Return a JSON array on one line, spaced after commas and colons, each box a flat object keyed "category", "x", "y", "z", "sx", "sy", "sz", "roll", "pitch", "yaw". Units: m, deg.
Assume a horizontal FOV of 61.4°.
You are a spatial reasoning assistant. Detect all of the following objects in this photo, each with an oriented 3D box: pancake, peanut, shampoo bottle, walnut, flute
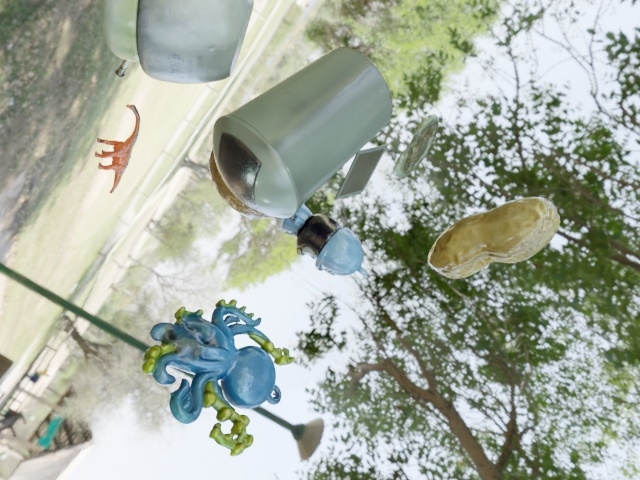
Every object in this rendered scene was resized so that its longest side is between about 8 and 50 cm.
[{"category": "pancake", "x": 0.328, "y": -0.315, "z": 1.816, "sx": 0.253, "sy": 0.037, "sz": 0.254, "roll": -47, "pitch": 160, "yaw": -23}, {"category": "peanut", "x": 0.393, "y": -0.005, "z": 1.242, "sx": 0.305, "sy": 0.147, "sz": 0.147, "roll": -18, "pitch": -152, "yaw": 22}, {"category": "shampoo bottle", "x": -0.321, "y": -0.530, "z": 1.253, "sx": 0.322, "sy": 0.317, "sz": 0.323, "roll": -172, "pitch": -90, "yaw": -79}, {"category": "walnut", "x": -0.200, "y": -0.224, "z": 1.737, "sx": 0.333, "sy": 0.332, "sz": 0.333, "roll": -48, "pitch": -166, "yaw": 17}, {"category": "flute", "x": -0.519, "y": -0.497, "z": 1.458, "sx": 0.233, "sy": 0.027, "sz": 0.027, "roll": -13, "pitch": -139, "yaw": 58}]

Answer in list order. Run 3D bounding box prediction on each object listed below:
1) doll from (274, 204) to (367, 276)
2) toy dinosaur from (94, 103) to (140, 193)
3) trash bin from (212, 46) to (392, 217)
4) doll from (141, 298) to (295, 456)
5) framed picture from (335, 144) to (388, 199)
[{"category": "doll", "x": 0.000, "y": 0.000, "z": 1.470, "sx": 0.141, "sy": 0.314, "sz": 0.177, "roll": -55, "pitch": 165, "yaw": -1}, {"category": "toy dinosaur", "x": -0.518, "y": -0.232, "z": 1.371, "sx": 0.280, "sy": 0.101, "sz": 0.055, "roll": 117, "pitch": -29, "yaw": -46}, {"category": "trash bin", "x": -0.052, "y": -0.257, "z": 1.311, "sx": 0.432, "sy": 0.280, "sz": 0.280, "roll": -42, "pitch": -171, "yaw": -23}, {"category": "doll", "x": -0.220, "y": 0.277, "z": 1.170, "sx": 0.099, "sy": 0.341, "sz": 0.346, "roll": -44, "pitch": -160, "yaw": 33}, {"category": "framed picture", "x": 0.121, "y": -0.207, "z": 1.626, "sx": 0.142, "sy": 0.011, "sz": 0.183, "roll": -20, "pitch": 147, "yaw": -44}]
